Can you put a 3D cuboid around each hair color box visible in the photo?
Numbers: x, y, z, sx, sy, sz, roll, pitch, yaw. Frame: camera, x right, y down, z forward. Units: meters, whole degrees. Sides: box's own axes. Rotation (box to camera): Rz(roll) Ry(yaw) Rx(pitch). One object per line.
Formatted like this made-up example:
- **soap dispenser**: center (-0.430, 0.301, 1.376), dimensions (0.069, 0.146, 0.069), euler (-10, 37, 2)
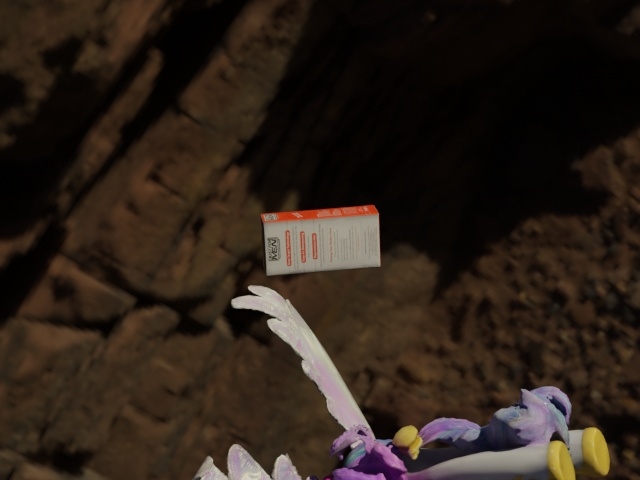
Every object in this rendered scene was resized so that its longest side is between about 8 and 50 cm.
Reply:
- **hair color box**: center (0.000, 0.000, 1.857), dimensions (0.043, 0.141, 0.072), euler (-115, 22, -71)

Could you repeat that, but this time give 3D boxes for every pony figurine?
- **pony figurine**: center (0.061, 0.227, 1.325), dimensions (0.363, 0.351, 0.303), euler (-11, 34, 26)
